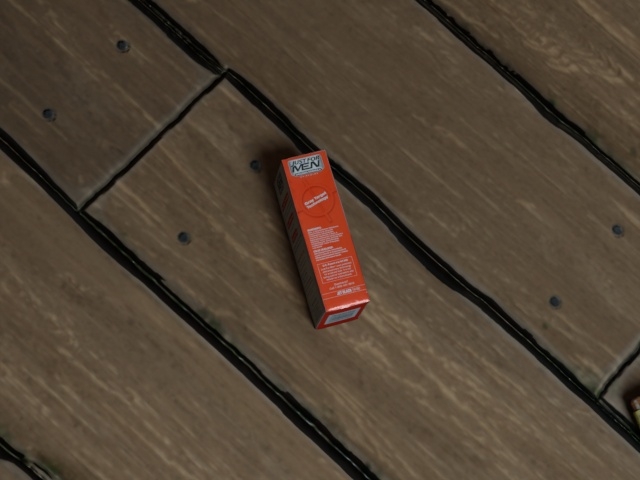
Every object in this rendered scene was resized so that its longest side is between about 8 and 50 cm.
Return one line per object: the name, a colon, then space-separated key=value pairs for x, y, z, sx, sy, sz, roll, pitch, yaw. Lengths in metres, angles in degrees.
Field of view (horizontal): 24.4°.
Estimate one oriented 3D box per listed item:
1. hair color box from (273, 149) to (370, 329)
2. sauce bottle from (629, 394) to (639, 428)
hair color box: x=0.000 y=0.000 z=1.296 sx=0.043 sy=0.072 sz=0.141 roll=-14 pitch=77 yaw=-12
sauce bottle: x=0.314 y=0.193 z=1.301 sx=0.042 sy=0.042 sz=0.128 roll=-17 pitch=79 yaw=-13
